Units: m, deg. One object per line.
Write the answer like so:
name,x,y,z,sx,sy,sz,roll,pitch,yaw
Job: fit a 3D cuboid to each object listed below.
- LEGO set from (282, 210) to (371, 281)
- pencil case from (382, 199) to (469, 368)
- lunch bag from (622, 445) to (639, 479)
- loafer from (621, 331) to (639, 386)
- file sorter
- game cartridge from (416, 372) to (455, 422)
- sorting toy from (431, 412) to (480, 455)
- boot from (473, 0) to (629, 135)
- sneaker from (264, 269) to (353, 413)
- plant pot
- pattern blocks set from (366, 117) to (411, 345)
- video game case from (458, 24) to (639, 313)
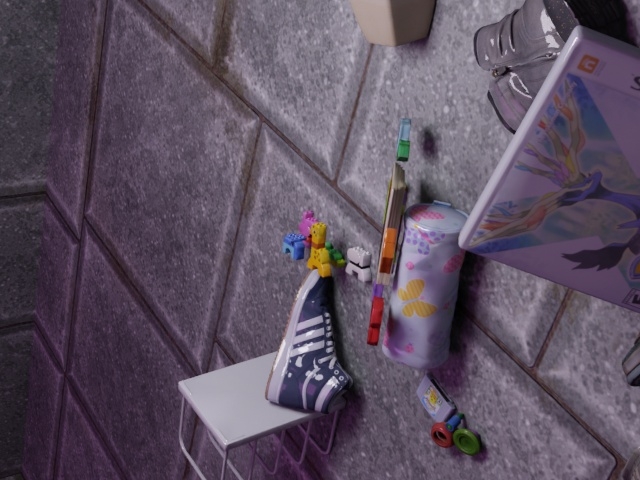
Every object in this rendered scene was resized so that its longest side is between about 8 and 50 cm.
LEGO set,0.000,0.000,1.857,0.227,0.087,0.093,30,123,47
pencil case,0.176,0.075,1.601,0.114,0.124,0.273,17,117,22
lunch bag,0.487,0.337,1.162,0.235,0.169,0.287,54,171,26
loafer,0.471,0.083,1.209,0.267,0.096,0.084,-50,48,38
file sorter,-0.125,0.368,1.973,0.193,0.278,0.173,43,136,41
game cartridge,0.201,0.279,1.706,0.083,0.017,0.056,53,141,34
sorting toy,0.235,0.325,1.654,0.102,0.042,0.061,4,118,43
boot,0.337,-0.189,1.326,0.223,0.118,0.338,-43,56,58
sneaker,0.007,0.198,1.894,0.153,0.099,0.282,17,85,13
plant pot,0.120,-0.372,1.578,0.109,0.109,0.096,24,130,51
pattern blocks set,0.117,-0.023,1.590,0.285,0.026,0.324,-78,-4,-58
video game case,0.368,-0.064,1.172,0.036,0.300,0.329,-75,7,-50
